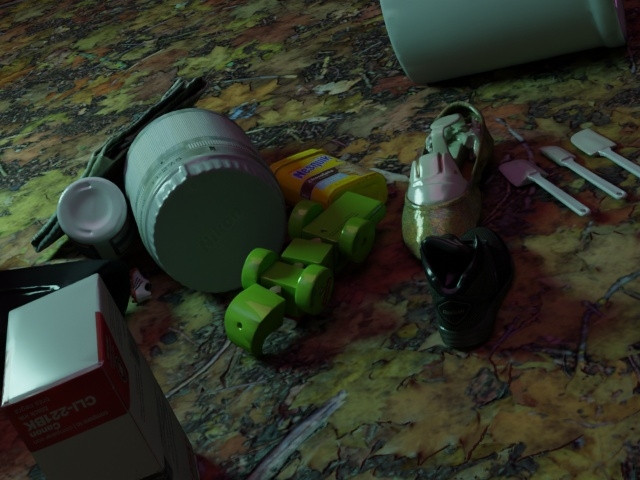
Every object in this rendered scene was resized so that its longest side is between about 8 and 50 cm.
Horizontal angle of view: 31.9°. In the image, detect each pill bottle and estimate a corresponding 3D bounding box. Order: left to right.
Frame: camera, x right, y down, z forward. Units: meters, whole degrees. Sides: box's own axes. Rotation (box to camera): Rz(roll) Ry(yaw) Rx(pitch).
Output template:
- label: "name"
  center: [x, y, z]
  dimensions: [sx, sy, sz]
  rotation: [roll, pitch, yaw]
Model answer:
- label: "pill bottle"
  center: [-0.352, -0.026, 1.793]
  dimensions: [0.108, 0.108, 0.180]
  rotation: [-24, -13, -8]

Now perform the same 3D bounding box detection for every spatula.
- label: "spatula"
  center: [0.381, -0.097, 1.642]
  dimensions: [0.168, 0.019, 0.242]
  rotation: [-19, 29, -10]

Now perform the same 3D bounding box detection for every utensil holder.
- label: "utensil holder"
  center: [0.324, -0.467, 2.005]
  dimensions: [0.385, 0.328, 0.327]
  rotation: [-10, 30, 19]

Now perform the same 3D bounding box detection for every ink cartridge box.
- label: "ink cartridge box"
  center: [-0.230, 0.206, 1.218]
  dimensions: [0.114, 0.273, 0.197]
  rotation: [-24, 28, -1]

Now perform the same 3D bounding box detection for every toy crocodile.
- label: "toy crocodile"
  center: [-0.013, 0.035, 1.574]
  dimensions: [0.115, 0.105, 0.340]
  rotation: [16, 39, 24]

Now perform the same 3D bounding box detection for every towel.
- label: "towel"
  center: [-0.353, -0.142, 1.948]
  dimensions: [0.324, 0.056, 0.312]
  rotation: [-41, 5, 43]

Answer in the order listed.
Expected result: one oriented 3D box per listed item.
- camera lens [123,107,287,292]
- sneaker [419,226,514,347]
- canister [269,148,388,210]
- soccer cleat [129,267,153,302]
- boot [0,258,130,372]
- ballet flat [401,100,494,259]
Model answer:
- label: "camera lens"
  center: [-0.179, -0.067, 1.716]
  dimensions: [0.219, 0.219, 0.274]
  rotation: [-23, 29, -7]
- label: "sneaker"
  center: [0.190, 0.021, 1.433]
  dimensions: [0.087, 0.130, 0.227]
  rotation: [-3, 30, 24]
- label: "canister"
  center: [0.010, -0.085, 1.776]
  dimensions: [0.126, 0.073, 0.170]
  rotation: [-23, 28, -30]
- label: "soccer cleat"
  center: [-0.278, 0.069, 1.745]
  dimensions: [0.035, 0.029, 0.083]
  rotation: [-11, 31, -3]
- label: "boot"
  center: [-0.496, 0.066, 1.749]
  dimensions: [0.445, 0.146, 0.367]
  rotation: [-9, 40, 26]
- label: "ballet flat"
  center: [0.184, -0.101, 1.664]
  dimensions: [0.123, 0.123, 0.348]
  rotation: [-6, 31, 23]
